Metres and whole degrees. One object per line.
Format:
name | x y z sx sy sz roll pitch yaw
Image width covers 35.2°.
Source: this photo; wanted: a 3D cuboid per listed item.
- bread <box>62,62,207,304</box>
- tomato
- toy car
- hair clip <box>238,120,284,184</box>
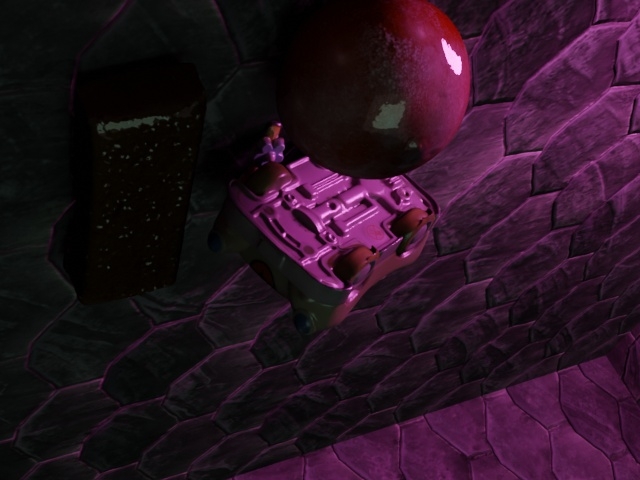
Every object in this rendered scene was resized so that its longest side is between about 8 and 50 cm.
bread | -0.265 -0.070 1.409 0.165 0.113 0.417 -15 149 -26
tomato | 0.078 -0.202 1.372 0.270 0.227 0.270 -22 156 -11
toy car | 0.000 0.000 1.566 0.336 0.242 0.226 -34 160 -45
hair clip | -0.104 -0.094 1.576 0.062 0.056 0.214 -6 146 -36
